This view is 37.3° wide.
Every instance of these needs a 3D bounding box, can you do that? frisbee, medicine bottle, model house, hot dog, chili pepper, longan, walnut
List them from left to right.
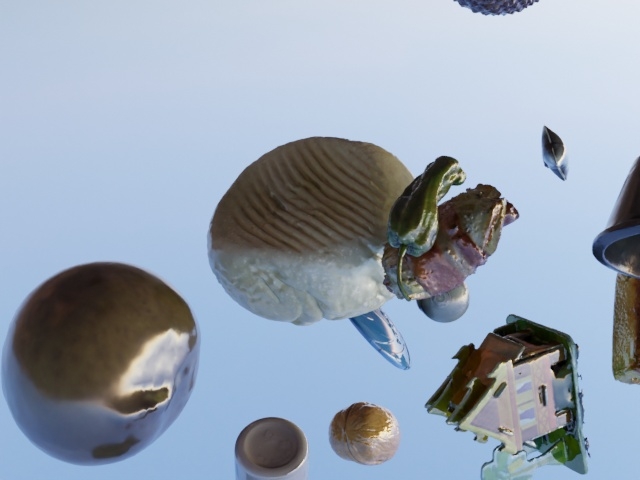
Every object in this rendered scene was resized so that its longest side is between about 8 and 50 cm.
[{"bbox_3d":[-0.328,0.182,1.420,0.319,0.318,0.319,-3,-160,1],"label":"longan"},{"bbox_3d":[-0.068,0.332,1.325,0.105,0.168,0.105,1,-136,-1],"label":"medicine bottle"},{"bbox_3d":[0.114,0.482,2.367,0.165,0.165,0.197,16,-176,42],"label":"walnut"},{"bbox_3d":[0.106,0.153,1.864,0.045,0.242,0.242,-41,-162,10],"label":"frisbee"},{"bbox_3d":[0.126,-0.031,1.209,0.073,0.072,0.204,26,-122,4],"label":"chili pepper"},{"bbox_3d":[0.178,0.008,1.317,0.213,0.103,0.146,-30,-162,19],"label":"hot dog"},{"bbox_3d":[0.377,0.380,2.042,0.313,0.357,0.242,-16,-163,-20],"label":"model house"}]

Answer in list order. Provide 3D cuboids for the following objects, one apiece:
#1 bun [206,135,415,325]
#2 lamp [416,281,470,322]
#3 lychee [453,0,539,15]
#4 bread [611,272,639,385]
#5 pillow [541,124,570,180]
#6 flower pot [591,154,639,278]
[{"bbox_3d":[0.000,0.000,1.551,0.352,0.227,0.349,-33,-137,-9],"label":"bun"},{"bbox_3d":[0.236,0.108,1.827,0.105,0.105,0.105,-3,-160,1],"label":"lamp"},{"bbox_3d":[0.314,-0.557,1.820,0.272,0.271,0.271,-3,-160,1],"label":"lychee"},{"bbox_3d":[0.758,0.198,2.124,0.185,0.274,0.114,18,154,-11],"label":"bread"},{"bbox_3d":[0.485,-0.180,1.950,0.055,0.091,0.136,9,170,21],"label":"pillow"},{"bbox_3d":[0.566,-0.044,1.470,0.269,0.166,0.269,11,161,4],"label":"flower pot"}]
